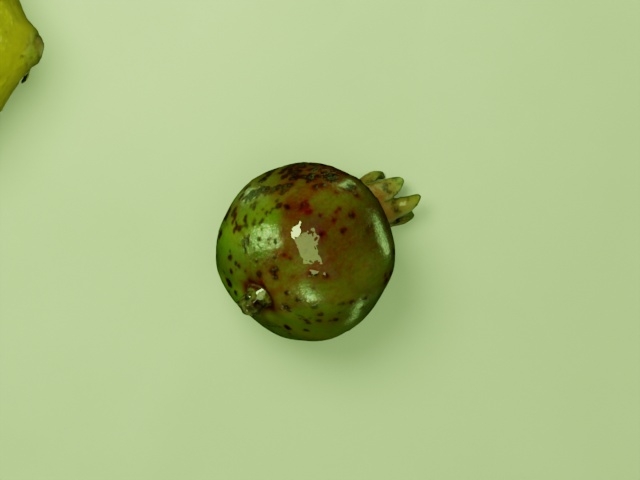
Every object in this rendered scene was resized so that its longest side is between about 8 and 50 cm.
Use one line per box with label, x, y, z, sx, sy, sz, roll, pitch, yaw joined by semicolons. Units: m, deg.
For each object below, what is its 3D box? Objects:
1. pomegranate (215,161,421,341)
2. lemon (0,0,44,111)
pomegranate;0.010;0.009;1.899;0.246;0.198;0.198;-4;100;-26
lemon;-0.433;-0.205;1.763;0.310;0.258;0.257;6;98;-7
